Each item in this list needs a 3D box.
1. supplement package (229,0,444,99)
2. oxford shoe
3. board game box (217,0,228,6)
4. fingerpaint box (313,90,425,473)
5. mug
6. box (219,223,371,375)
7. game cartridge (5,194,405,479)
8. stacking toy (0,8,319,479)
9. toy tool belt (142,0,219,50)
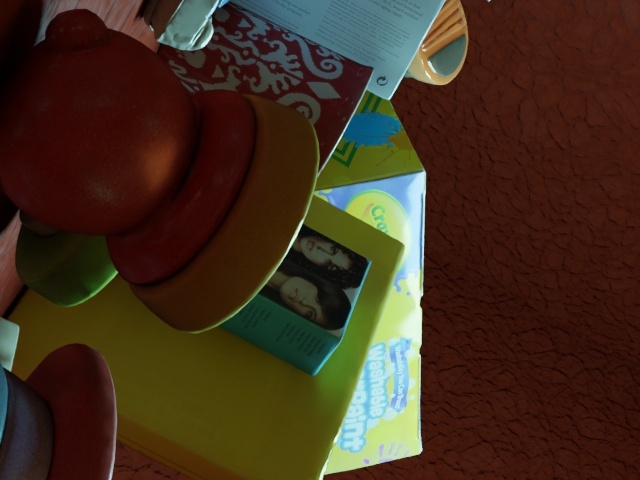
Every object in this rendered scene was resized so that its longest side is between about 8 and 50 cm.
[{"bbox_3d":[0.046,-0.313,1.114,0.262,0.199,0.198,-60,-175,19],"label":"supplement package"},{"bbox_3d":[0.055,-0.339,1.322,0.130,0.133,0.363,-44,130,-31],"label":"oxford shoe"},{"bbox_3d":[-0.036,-0.300,0.936,0.211,0.039,0.160,-61,-176,19],"label":"board game box"},{"bbox_3d":[0.000,0.000,1.408,0.371,0.163,0.445,-110,-168,-48],"label":"fingerpaint box"},{"bbox_3d":[-0.060,-0.131,1.018,0.150,0.169,0.113,-55,-171,54],"label":"mug"},{"bbox_3d":[-0.086,0.008,0.963,0.060,0.244,0.100,-57,-173,45],"label":"box"},{"bbox_3d":[-0.092,0.054,1.002,0.052,0.285,0.323,-58,-174,46],"label":"game cartridge"},{"bbox_3d":[-0.169,0.023,0.590,0.309,0.130,0.279,-59,-149,-1],"label":"stacking toy"},{"bbox_3d":[-0.090,-0.175,0.788,0.083,0.052,0.051,-57,-143,17],"label":"toy tool belt"}]
